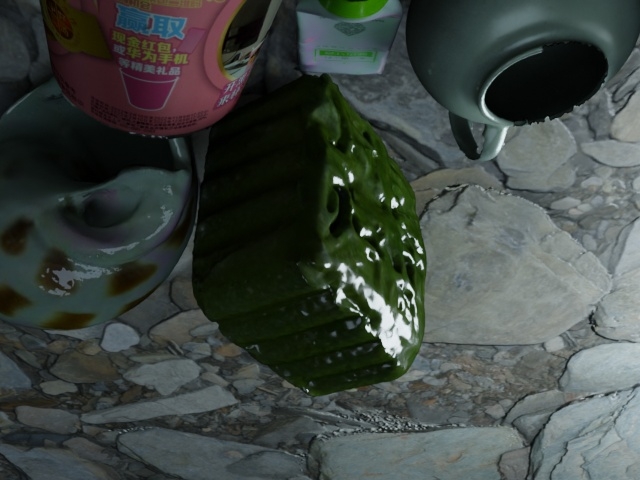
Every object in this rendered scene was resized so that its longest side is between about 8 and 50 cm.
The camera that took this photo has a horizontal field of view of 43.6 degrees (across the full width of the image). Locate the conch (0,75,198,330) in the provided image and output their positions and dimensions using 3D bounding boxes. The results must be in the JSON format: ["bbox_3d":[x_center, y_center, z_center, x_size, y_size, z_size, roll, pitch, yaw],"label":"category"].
[{"bbox_3d":[-0.262,-0.034,0.807,0.368,0.249,0.197,2,174,20],"label":"conch"}]

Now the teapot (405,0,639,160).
[{"bbox_3d":[0.169,-0.171,0.664,0.193,0.129,0.294,-2,151,-14],"label":"teapot"}]

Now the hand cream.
[{"bbox_3d":[0.019,-0.172,0.650,0.079,0.050,0.275,28,177,1],"label":"hand cream"}]

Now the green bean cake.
[{"bbox_3d":[0.000,0.000,0.788,0.156,0.249,0.247,-19,138,23],"label":"green bean cake"}]

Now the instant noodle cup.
[{"bbox_3d":[-0.113,-0.213,0.589,0.244,0.243,0.255,11,144,-12],"label":"instant noodle cup"}]
